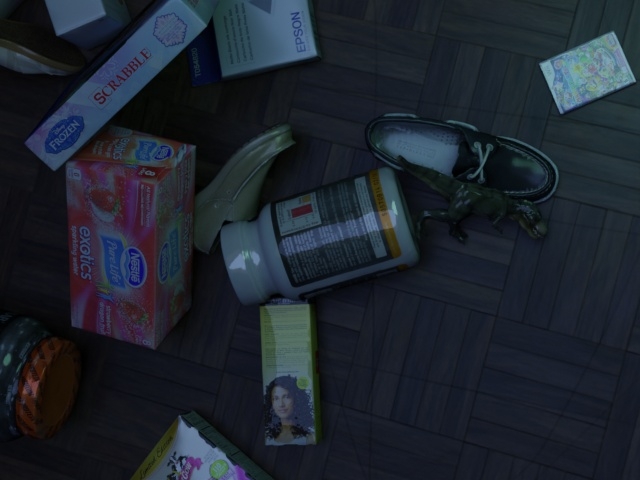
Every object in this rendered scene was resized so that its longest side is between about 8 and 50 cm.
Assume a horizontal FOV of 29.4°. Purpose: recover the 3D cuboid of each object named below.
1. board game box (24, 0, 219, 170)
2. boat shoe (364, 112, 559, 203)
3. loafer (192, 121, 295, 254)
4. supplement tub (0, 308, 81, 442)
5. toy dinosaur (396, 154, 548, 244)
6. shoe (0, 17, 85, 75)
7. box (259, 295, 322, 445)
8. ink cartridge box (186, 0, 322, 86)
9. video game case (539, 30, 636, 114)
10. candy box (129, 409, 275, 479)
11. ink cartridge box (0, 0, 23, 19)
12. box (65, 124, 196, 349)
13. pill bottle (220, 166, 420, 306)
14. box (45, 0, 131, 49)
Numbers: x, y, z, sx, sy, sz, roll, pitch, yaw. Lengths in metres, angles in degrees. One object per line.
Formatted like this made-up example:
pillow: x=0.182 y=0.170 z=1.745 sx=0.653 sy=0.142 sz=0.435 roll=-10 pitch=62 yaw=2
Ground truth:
board game box: x=-0.280 y=-0.279 z=1.829 sx=0.318 sy=0.319 sz=0.066 roll=-40 pitch=107 yaw=18
boat shoe: x=0.210 y=-0.121 z=1.851 sx=0.302 sy=0.091 sz=0.114 roll=11 pitch=91 yaw=13
loafer: x=-0.126 y=-0.079 z=1.926 sx=0.092 sy=0.102 sz=0.268 roll=46 pitch=111 yaw=-2
supplement tub: x=-0.571 y=0.201 z=1.957 sx=0.338 sy=0.207 sz=0.207 roll=12 pitch=91 yaw=12
toy dinosaur: x=0.205 y=-0.048 z=1.821 sx=0.268 sy=0.064 sz=0.118 roll=20 pitch=129 yaw=-20
shoe: x=-0.494 y=-0.316 z=1.994 sx=0.058 sy=0.219 sz=0.077 roll=-48 pitch=33 yaw=41
box: x=-0.046 y=0.202 z=1.916 sx=0.087 sy=0.058 sz=0.232 roll=-4 pitch=87 yaw=12
ink cartridge box: x=-0.125 y=-0.376 z=1.957 sx=0.224 sy=0.045 sz=0.223 roll=-11 pitch=86 yaw=12
video game case: x=0.405 y=-0.254 z=1.854 sx=0.122 sy=0.011 sz=0.087 roll=-23 pitch=84 yaw=11
candy box: x=-0.173 y=0.404 z=1.931 sx=0.233 sy=0.071 sz=0.159 roll=38 pitch=97 yaw=11
ink cartridge box: x=-0.648 y=-0.410 z=2.036 sx=0.353 sy=0.119 sz=0.207 roll=-45 pitch=81 yaw=8
box: x=-0.286 y=-0.003 z=1.866 sx=0.154 sy=0.142 sz=0.300 roll=15 pitch=123 yaw=13
pill bottle: x=0.000 y=0.000 z=1.851 sx=0.278 sy=0.162 sz=0.162 roll=-16 pitch=85 yaw=7
box: x=-0.388 y=-0.412 z=1.974 sx=0.091 sy=0.130 sz=0.171 roll=-20 pitch=84 yaw=10
